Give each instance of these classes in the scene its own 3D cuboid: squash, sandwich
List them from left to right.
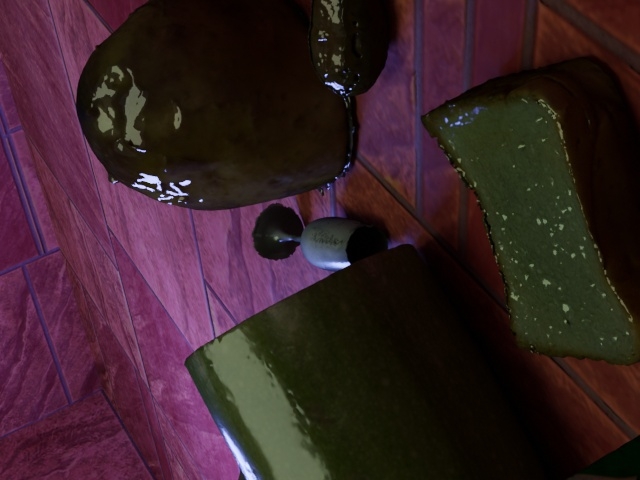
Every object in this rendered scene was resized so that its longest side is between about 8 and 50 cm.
[{"bbox_3d":[0.074,0.224,1.132,0.384,0.263,0.263,61,161,8],"label":"squash"},{"bbox_3d":[0.173,-0.018,0.864,0.215,0.065,0.186,68,161,-10],"label":"sandwich"}]

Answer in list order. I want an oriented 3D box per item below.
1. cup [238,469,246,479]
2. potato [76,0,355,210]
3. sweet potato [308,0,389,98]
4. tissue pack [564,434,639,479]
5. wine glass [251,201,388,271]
[{"bbox_3d":[-0.001,0.277,1.426,0.167,0.173,0.300,49,-154,-35],"label":"cup"},{"bbox_3d":[-0.137,-0.139,1.265,0.301,0.237,0.289,48,155,40],"label":"potato"},{"bbox_3d":[0.029,-0.218,1.010,0.081,0.062,0.233,39,148,22],"label":"sweet potato"},{"bbox_3d":[0.230,0.239,0.807,0.156,0.209,0.148,49,155,38],"label":"tissue pack"},{"bbox_3d":[0.000,0.000,1.342,0.262,0.074,0.074,10,123,65],"label":"wine glass"}]
